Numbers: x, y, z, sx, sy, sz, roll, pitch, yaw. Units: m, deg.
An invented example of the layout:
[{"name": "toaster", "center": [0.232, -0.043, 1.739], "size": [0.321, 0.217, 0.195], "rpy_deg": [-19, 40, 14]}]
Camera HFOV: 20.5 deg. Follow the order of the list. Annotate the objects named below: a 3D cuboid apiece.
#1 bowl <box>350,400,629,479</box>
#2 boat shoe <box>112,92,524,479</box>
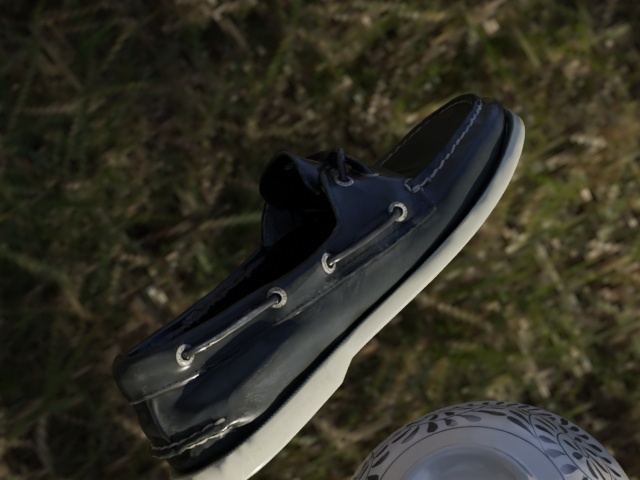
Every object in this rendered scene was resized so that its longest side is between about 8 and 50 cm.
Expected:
[{"name": "bowl", "center": [0.077, 0.148, 0.882], "size": [0.080, 0.170, 0.170], "rpy_deg": [63, 17, -62]}, {"name": "boat shoe", "center": [-0.002, 0.001, 1.082], "size": [0.113, 0.127, 0.340], "rpy_deg": [49, 66, -14]}]
